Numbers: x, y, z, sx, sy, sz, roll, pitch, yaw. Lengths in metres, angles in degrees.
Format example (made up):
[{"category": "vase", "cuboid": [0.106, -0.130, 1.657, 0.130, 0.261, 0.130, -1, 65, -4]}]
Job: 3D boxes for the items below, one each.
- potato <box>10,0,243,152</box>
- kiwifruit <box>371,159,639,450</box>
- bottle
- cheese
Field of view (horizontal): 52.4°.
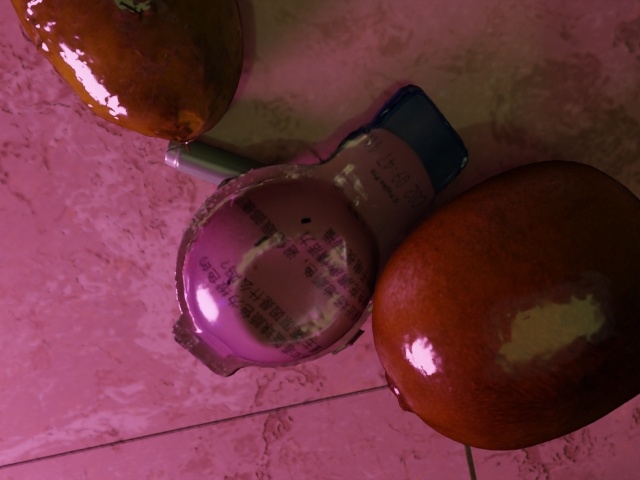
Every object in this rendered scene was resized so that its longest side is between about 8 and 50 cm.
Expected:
[{"category": "potato", "cuboid": [-0.141, -0.179, 0.456, 0.149, 0.113, 0.251, -19, 108, 8]}, {"category": "kiwifruit", "cuboid": [0.150, 0.054, 0.497, 0.234, 0.196, 0.196, -40, 104, 10]}, {"category": "bottle", "cuboid": [-0.086, -0.062, 0.539, 0.083, 0.030, 0.030, 19, 108, -6]}, {"category": "cheese", "cuboid": [0.000, 0.000, 0.533, 0.286, 0.074, 0.189, -45, 118, 2]}]
